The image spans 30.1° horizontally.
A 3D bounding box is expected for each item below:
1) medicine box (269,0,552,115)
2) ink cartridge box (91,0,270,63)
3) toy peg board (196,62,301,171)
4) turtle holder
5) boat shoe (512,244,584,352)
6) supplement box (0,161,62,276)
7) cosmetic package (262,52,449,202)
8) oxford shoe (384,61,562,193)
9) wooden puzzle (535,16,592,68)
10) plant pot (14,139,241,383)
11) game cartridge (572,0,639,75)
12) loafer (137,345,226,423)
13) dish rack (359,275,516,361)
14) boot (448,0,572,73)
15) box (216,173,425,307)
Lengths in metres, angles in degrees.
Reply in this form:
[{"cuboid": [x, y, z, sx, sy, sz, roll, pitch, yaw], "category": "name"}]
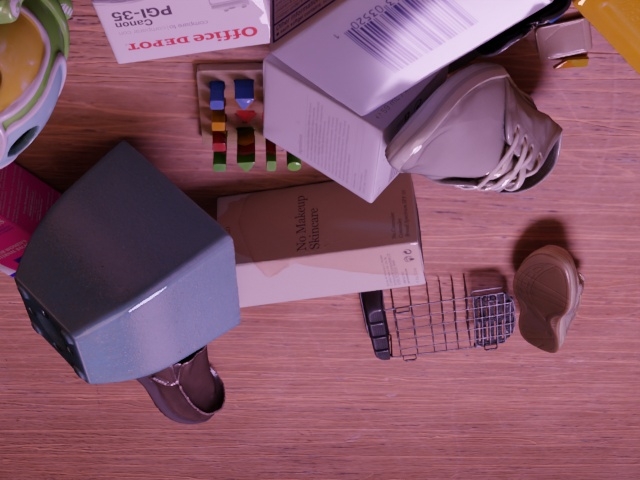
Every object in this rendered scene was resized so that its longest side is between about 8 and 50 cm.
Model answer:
[{"cuboid": [0.088, -0.326, 1.246, 0.263, 0.289, 0.149, -29, 136, 33], "category": "medicine box"}, {"cuboid": [-0.170, -0.345, 1.353, 0.207, 0.117, 0.283, -7, 145, 6], "category": "ink cartridge box"}, {"cuboid": [-0.088, -0.164, 1.660, 0.161, 0.079, 0.161, -1, 146, -3], "category": "toy peg board"}, {"cuboid": [-0.406, -0.215, 1.430, 0.320, 0.227, 0.243, -25, 139, 30], "category": "turtle holder"}, {"cuboid": [0.402, 0.084, 2.053, 0.109, 0.098, 0.302, 27, 155, 24], "category": "boat shoe"}, {"cuboid": [-0.494, -0.053, 1.767, 0.111, 0.114, 0.220, -23, 139, 28], "category": "supplement box"}, {"cuboid": [0.041, -0.180, 1.513, 0.183, 0.151, 0.151, 32, 150, 17], "category": "cosmetic package"}, {"cuboid": [0.214, -0.125, 1.514, 0.169, 0.130, 0.449, -44, 165, 19], "category": "oxford shoe"}, {"cuboid": [0.326, -0.270, 1.594, 0.078, 0.014, 0.116, -10, 146, 3], "category": "wooden puzzle"}, {"cuboid": [-0.294, 0.060, 1.734, 0.252, 0.248, 0.247, -38, 154, -24], "category": "plant pot"}, {"cuboid": [0.511, -0.324, 1.494, 0.323, 0.053, 0.285, -28, 138, 31], "category": "game cartridge"}, {"cuboid": [-0.259, 0.225, 2.170, 0.130, 0.134, 0.366, -16, 144, 19], "category": "loafer"}, {"cuboid": [0.212, 0.136, 2.135, 0.271, 0.074, 0.208, -8, 147, 4], "category": "dish rack"}, {"cuboid": [0.201, -0.264, 1.449, 0.246, 0.161, 0.083, -34, 105, 32], "category": "boot"}, {"cuboid": [0.000, 0.000, 1.852, 0.311, 0.148, 0.121, -9, 144, 6], "category": "box"}]
